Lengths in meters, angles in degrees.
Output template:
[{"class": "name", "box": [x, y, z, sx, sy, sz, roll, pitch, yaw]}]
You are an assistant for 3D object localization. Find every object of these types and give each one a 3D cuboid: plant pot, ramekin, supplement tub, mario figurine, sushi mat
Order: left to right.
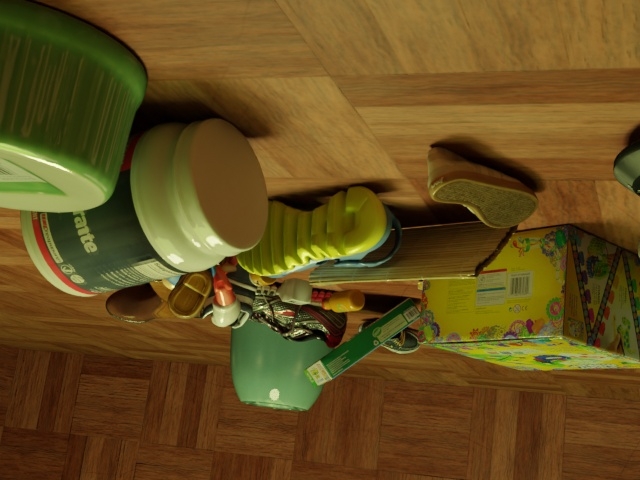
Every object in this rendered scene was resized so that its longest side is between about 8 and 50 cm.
[{"class": "ramekin", "box": [-0.352, -0.137, 1.071, 0.303, 0.148, 0.303, 7, 166, 2]}, {"class": "supplement tub", "box": [-0.225, -0.042, 1.249, 0.272, 0.191, 0.191, -14, 158, 27]}, {"class": "mario figurine", "box": [-0.221, 0.052, 1.548, 0.170, 0.198, 0.320, -4, -175, 4]}, {"class": "plant pot", "box": [-0.107, 0.324, 2.594, 0.293, 0.235, 0.293, 7, 165, 2]}, {"class": "sushi mat", "box": [0.140, 0.018, 1.505, 0.316, 0.151, 0.019, -5, 117, 40]}]

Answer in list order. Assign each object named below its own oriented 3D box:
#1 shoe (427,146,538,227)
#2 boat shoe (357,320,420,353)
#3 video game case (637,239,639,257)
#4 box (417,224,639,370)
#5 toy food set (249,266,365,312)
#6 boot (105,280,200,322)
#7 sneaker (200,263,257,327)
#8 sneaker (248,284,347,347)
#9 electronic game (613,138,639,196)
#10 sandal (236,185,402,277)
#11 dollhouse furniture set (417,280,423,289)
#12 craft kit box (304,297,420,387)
[{"class": "shoe", "box": [0.210, -0.070, 1.265, 0.076, 0.058, 0.219, -40, 145, 28]}, {"class": "boat shoe", "box": [0.190, 0.245, 2.475, 0.183, 0.065, 0.083, 15, 165, -25]}, {"class": "video game case", "box": [0.696, 0.039, 1.469, 0.329, 0.036, 0.300, 19, 162, -39]}, {"class": "box", "box": [0.365, 0.109, 1.623, 0.279, 0.177, 0.290, 19, 161, -39]}, {"class": "toy food set", "box": [-0.037, 0.066, 1.785, 0.232, 0.111, 0.104, 13, 165, -32]}, {"class": "boot", "box": [-0.375, 0.127, 2.237, 0.264, 0.096, 0.280, 8, 165, -2]}, {"class": "sneaker", "box": [-0.217, 0.091, 1.891, 0.099, 0.153, 0.282, 19, 162, -37]}, {"class": "sneaker", "box": [-0.089, 0.165, 2.165, 0.299, 0.112, 0.121, 5, 156, 0]}, {"class": "electronic game", "box": [0.446, -0.082, 1.091, 0.229, 0.048, 0.229, 5, 165, 1]}, {"class": "sandal", "box": [0.000, 0.000, 1.506, 0.317, 0.126, 0.138, -4, 166, 41]}, {"class": "dollhouse furniture set", "box": [0.267, 0.118, 1.948, 0.151, 0.059, 0.076, 15, 164, -29]}, {"class": "craft kit box", "box": [0.092, 0.235, 2.211, 0.250, 0.061, 0.246, -33, 171, -15]}]
